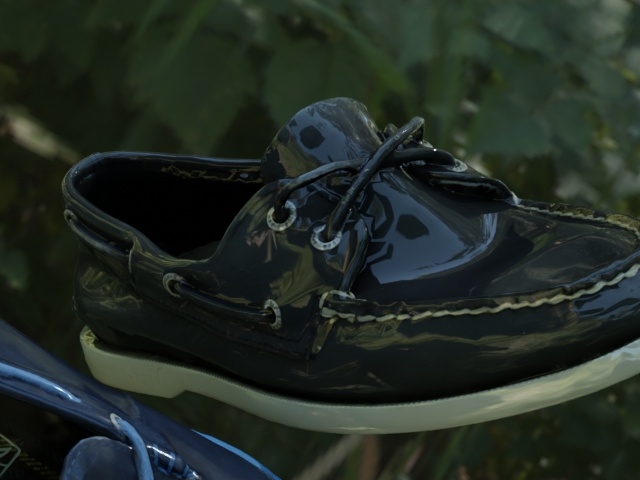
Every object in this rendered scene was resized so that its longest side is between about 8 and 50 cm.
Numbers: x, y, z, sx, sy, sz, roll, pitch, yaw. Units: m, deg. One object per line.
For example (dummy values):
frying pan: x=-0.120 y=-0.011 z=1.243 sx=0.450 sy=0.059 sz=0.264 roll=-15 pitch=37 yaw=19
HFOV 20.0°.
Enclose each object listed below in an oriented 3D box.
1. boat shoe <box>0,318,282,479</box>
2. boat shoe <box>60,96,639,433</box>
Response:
boat shoe: x=-0.093 y=0.096 z=0.602 sx=0.258 sy=0.109 sz=0.089 roll=29 pitch=9 yaw=-5
boat shoe: x=0.003 y=-0.002 z=0.734 sx=0.127 sy=0.113 sz=0.340 roll=-27 pitch=16 yaw=-32
